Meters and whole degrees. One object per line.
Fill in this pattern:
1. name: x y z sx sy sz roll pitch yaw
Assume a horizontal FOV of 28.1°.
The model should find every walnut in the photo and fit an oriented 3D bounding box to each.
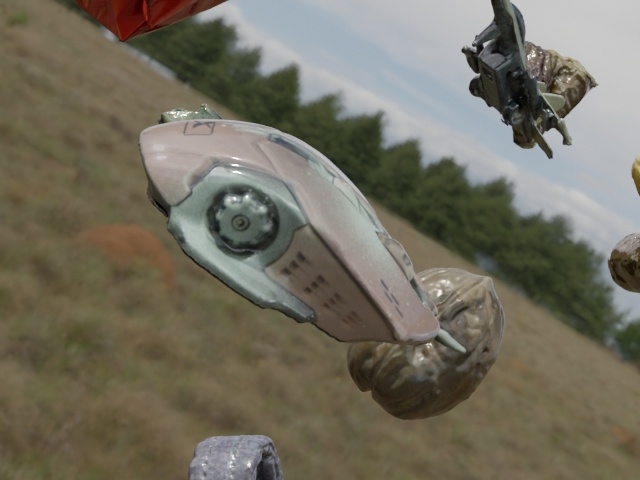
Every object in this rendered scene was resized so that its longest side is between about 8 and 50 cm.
1. walnut: 0.149 0.134 1.712 0.178 0.230 0.178 44 -1 1

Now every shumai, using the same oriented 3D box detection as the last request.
1. shumai: 0.284 -0.186 1.613 0.105 0.123 0.139 -10 -41 35

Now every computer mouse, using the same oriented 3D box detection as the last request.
1. computer mouse: 0.002 -0.005 1.211 0.389 0.115 0.199 33 26 -13

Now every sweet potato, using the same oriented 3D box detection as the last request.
1. sweet potato: 0.366 0.023 1.391 0.075 0.075 0.273 31 -1 4

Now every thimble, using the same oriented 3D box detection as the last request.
1. thimble: -0.116 0.341 1.755 0.097 0.150 0.150 -2 -7 16

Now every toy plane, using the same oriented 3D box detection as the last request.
1. toy plane: 0.208 -0.200 1.456 0.192 0.088 0.262 47 -4 42

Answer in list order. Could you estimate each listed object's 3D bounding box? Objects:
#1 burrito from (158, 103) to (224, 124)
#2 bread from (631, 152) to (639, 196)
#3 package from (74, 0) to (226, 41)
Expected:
1. burrito: -0.104 -0.068 1.740 0.309 0.066 0.096 50 41 8
2. bread: 0.535 -0.079 1.782 0.197 0.170 0.197 26 28 -15
3. package: -0.212 -0.347 1.363 0.423 0.196 0.123 41 -32 36
